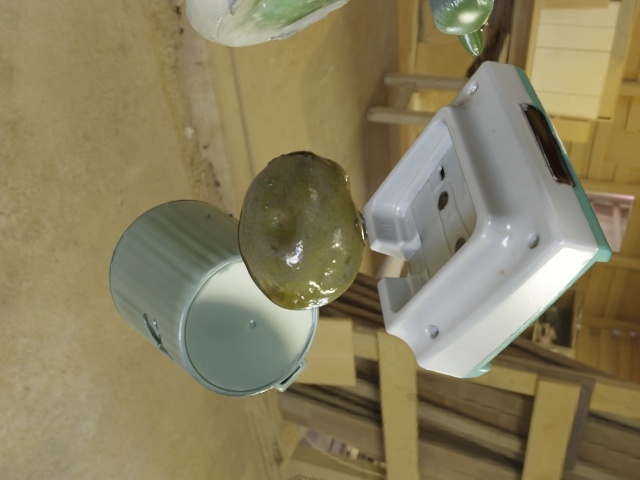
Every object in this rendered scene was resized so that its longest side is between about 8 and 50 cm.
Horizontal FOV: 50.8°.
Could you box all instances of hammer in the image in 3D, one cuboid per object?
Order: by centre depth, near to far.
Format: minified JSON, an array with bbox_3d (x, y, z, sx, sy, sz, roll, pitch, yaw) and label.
[{"bbox_3d":[0.291,-0.463,1.350,0.335,0.118,0.207,30,50,-64],"label":"hammer"}]

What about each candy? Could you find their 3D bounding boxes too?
[{"bbox_3d":[-0.063,-0.516,1.223,0.427,0.186,0.386,-38,178,-10],"label":"candy"}]

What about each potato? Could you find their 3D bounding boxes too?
[{"bbox_3d":[-0.028,-0.013,0.972,0.160,0.177,0.235,-126,-139,-63],"label":"potato"}]

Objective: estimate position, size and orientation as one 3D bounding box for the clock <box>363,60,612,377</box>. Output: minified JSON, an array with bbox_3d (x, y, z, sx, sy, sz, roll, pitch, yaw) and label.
[{"bbox_3d":[0.148,-0.025,0.704,0.231,0.116,0.262,121,-30,-44],"label":"clock"}]

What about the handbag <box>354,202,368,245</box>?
[{"bbox_3d":[0.000,0.000,1.676,0.254,0.181,0.181,-44,-162,3],"label":"handbag"}]

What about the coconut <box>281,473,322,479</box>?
[{"bbox_3d":[-0.013,0.508,1.102,0.241,0.241,0.241,9,90,-72],"label":"coconut"}]

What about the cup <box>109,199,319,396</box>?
[{"bbox_3d":[-0.173,0.115,1.312,0.400,0.392,0.310,20,92,-32],"label":"cup"}]
